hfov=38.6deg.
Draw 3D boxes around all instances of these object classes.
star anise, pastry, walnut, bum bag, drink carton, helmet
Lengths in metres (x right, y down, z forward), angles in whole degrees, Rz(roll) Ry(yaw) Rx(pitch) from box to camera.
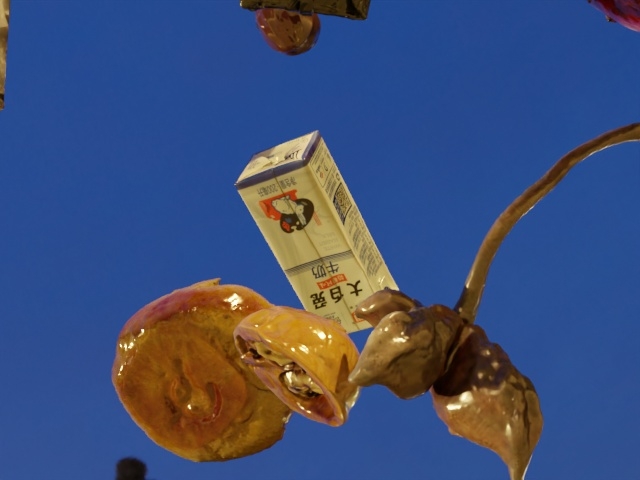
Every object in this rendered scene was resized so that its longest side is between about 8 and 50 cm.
[{"bbox_3d":[0.138,0.014,0.558,0.218,0.148,0.227,11,-66,-58],"label":"star anise"},{"bbox_3d":[-0.194,0.229,1.610,0.356,0.164,0.356,4,-68,10],"label":"pastry"},{"bbox_3d":[-0.009,0.079,0.630,0.052,0.121,0.091,-42,-65,-22],"label":"walnut"},{"bbox_3d":[-0.014,-0.332,1.173,0.198,0.049,0.087,-2,-78,-29],"label":"bum bag"},{"bbox_3d":[0.000,0.000,1.434,0.131,0.106,0.315,-17,-65,24],"label":"drink carton"},{"bbox_3d":[-0.057,-0.346,1.434,0.098,0.070,0.123,-29,-75,21],"label":"helmet"}]

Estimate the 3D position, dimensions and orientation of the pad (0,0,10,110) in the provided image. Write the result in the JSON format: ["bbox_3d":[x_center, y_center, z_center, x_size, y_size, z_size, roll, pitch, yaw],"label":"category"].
[{"bbox_3d":[-0.328,-0.291,0.751,0.004,0.220,0.330,-36,-31,-53],"label":"pad"}]

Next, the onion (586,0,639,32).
[{"bbox_3d":[0.239,-0.257,0.510,0.232,0.314,0.314,-11,-46,-41],"label":"onion"}]
